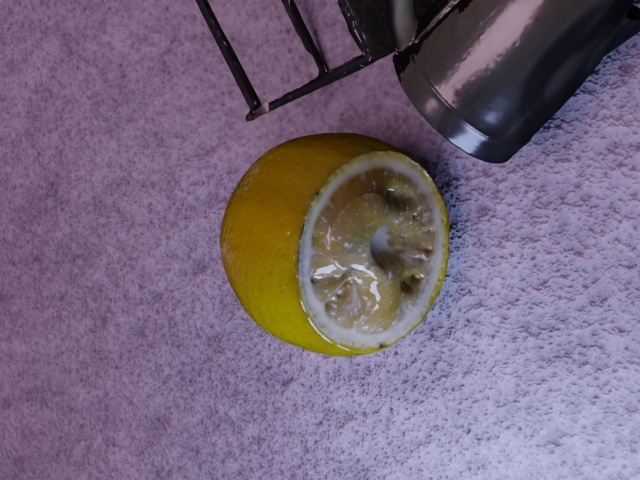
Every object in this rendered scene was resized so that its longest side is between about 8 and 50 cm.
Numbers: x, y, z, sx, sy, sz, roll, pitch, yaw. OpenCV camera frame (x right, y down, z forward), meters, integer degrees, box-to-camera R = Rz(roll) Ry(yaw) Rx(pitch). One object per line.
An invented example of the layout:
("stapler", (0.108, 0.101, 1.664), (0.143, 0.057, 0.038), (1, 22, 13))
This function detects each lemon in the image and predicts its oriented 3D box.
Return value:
("lemon", (0.000, 0.000, 1.652), (0.364, 0.364, 0.364), (11, 107, 37))

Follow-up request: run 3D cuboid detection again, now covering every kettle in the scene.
("kettle", (0.251, -0.318, 1.407), (0.321, 0.228, 0.324), (38, 123, -10))

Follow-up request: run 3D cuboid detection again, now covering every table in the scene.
("table", (-0.037, -0.404, 1.600), (0.272, 0.222, 0.335), (-19, 101, 40))
